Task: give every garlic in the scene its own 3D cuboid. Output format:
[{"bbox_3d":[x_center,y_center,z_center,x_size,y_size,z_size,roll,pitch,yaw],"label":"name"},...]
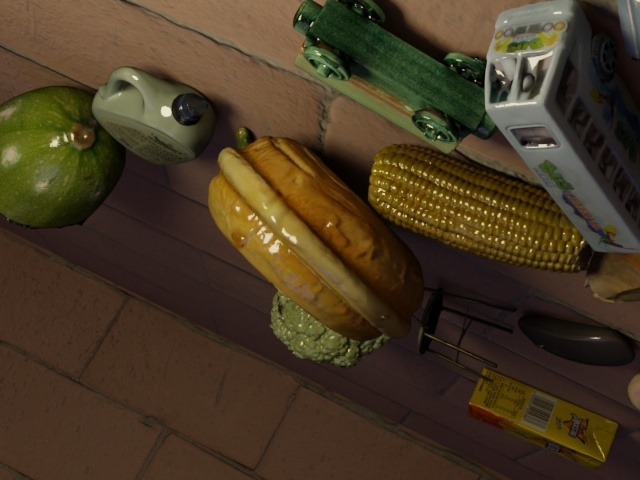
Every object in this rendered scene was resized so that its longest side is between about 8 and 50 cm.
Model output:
[{"bbox_3d":[0.443,0.033,1.225,0.087,0.101,0.195,17,169,-17],"label":"garlic"}]

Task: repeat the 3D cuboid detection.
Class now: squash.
[{"bbox_3d":[-0.140,-0.183,1.589,0.027,0.027,0.083,25,161,9],"label":"squash"},{"bbox_3d":[-0.521,-0.207,1.748,0.310,0.310,0.309,35,144,-21],"label":"squash"}]

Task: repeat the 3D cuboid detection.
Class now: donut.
[{"bbox_3d":[0.000,0.000,1.450,0.449,0.198,0.449,45,-176,-4],"label":"donut"}]

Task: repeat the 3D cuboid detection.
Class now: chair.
[{"bbox_3d":[0.232,0.163,1.803,0.326,0.159,0.170,18,159,16],"label":"chair"}]

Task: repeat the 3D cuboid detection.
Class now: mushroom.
[{"bbox_3d":[0.651,0.299,1.708,0.084,0.067,0.083,16,123,27],"label":"mushroom"}]

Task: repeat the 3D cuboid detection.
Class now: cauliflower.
[{"bbox_3d":[0.035,0.157,1.980,0.275,0.272,0.250,43,-168,-2],"label":"cauliflower"}]

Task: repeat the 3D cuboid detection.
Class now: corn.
[{"bbox_3d":[0.236,-0.044,1.278,0.344,0.131,0.131,20,160,19],"label":"corn"}]

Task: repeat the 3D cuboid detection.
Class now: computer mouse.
[{"bbox_3d":[0.490,0.198,1.674,0.232,0.057,0.120,9,154,43],"label":"computer mouse"}]

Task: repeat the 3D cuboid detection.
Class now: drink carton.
[{"bbox_3d":[0.556,0.453,2.186,0.351,0.111,0.154,21,161,16],"label":"drink carton"}]

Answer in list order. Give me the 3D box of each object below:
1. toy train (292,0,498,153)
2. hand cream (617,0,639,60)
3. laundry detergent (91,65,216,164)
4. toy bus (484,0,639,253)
[{"bbox_3d":[0.089,-0.205,1.096,0.285,0.116,0.177,29,174,-5],"label":"toy train"},{"bbox_3d":[0.399,-0.188,0.797,0.256,0.055,0.088,21,157,40],"label":"hand cream"},{"bbox_3d":[-0.290,-0.230,1.549,0.215,0.105,0.280,38,161,-21],"label":"laundry detergent"},{"bbox_3d":[0.298,-0.117,0.976,0.109,0.136,0.330,4,152,46],"label":"toy bus"}]
